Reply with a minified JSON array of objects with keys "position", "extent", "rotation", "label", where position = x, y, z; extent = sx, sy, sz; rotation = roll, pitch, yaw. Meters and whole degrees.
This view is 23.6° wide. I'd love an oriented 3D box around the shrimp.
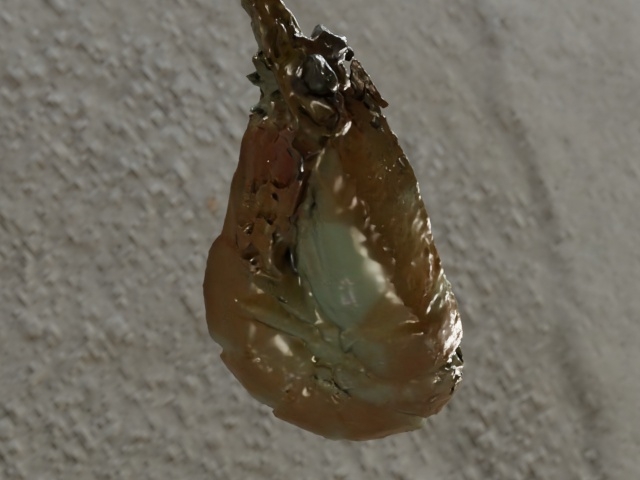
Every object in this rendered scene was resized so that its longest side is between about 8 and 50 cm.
[{"position":[0.000,0.000,0.520],"extent":[0.043,0.091,0.184],"rotation":[-78,163,-55],"label":"shrimp"}]
